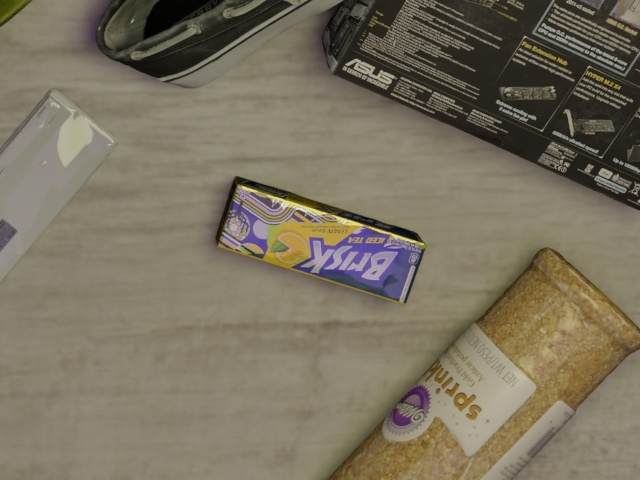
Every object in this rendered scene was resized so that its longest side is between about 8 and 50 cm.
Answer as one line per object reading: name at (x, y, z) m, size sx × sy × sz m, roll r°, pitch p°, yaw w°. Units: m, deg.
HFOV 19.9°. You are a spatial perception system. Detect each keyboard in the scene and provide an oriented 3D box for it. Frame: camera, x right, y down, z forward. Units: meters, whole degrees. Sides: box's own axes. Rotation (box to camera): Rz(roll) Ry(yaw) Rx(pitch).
keyboard at (-0.279, -0.009, 1.538) m, size 0.072 × 0.014 × 0.256 m, roll 39°, pitch 96°, yaw -15°

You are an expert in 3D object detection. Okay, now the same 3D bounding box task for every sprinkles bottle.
sprinkles bottle at (0.113, 0.171, 1.546) m, size 0.121 × 0.121 × 0.355 m, roll 42°, pitch 94°, yaw -10°

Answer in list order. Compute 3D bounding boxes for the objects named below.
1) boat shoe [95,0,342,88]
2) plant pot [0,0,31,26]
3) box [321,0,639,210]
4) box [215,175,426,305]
boat shoe at (-0.052, -0.227, 1.405) m, size 0.306 × 0.105 × 0.113 m, roll -29°, pitch 65°, yaw 32°
plant pot at (-0.346, -0.365, 1.295) m, size 0.353 × 0.366 × 0.366 m, roll 41°, pitch 95°, yaw 11°
box at (0.191, -0.186, 1.447) m, size 0.307 × 0.076 × 0.242 m, roll 22°, pitch 117°, yaw -18°
box at (0.000, 0.000, 1.538) m, size 0.169 × 0.054 × 0.059 m, roll 17°, pitch 99°, yaw -8°
